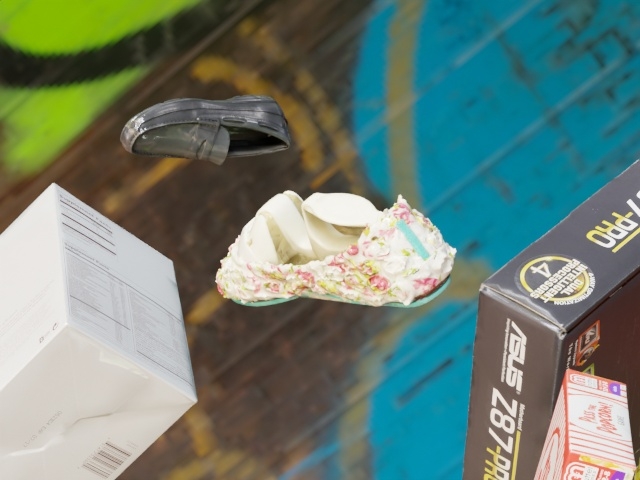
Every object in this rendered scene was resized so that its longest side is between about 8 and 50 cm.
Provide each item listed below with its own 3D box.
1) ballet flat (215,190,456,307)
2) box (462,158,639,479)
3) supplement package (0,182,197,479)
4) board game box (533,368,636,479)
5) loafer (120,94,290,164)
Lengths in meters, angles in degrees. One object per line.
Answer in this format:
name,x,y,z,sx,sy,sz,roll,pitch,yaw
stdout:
ballet flat,0.000,0.000,1.315,0.091,0.241,0.077,-44,116,-33
box,0.254,0.128,1.669,0.097,0.394,0.318,29,46,29
supplement package,-0.232,0.103,1.629,0.149,0.194,0.203,35,23,-31
board game box,0.158,0.201,1.227,0.045,0.193,0.147,15,17,2
loafer,-0.139,-0.132,2.317,0.223,0.076,0.078,-8,54,-30
